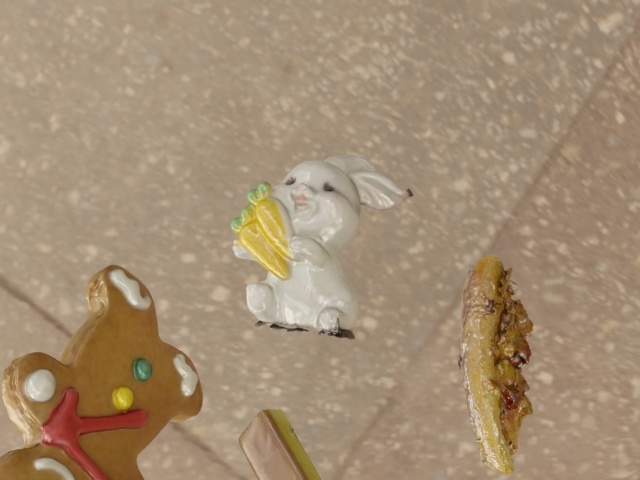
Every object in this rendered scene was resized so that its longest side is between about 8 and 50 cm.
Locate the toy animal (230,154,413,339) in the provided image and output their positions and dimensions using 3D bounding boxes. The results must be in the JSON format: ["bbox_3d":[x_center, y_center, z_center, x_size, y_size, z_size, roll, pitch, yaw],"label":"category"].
[{"bbox_3d":[-0.002,-0.001,2.067,0.183,0.247,0.309,3,84,45],"label":"toy animal"}]

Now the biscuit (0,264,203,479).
[{"bbox_3d":[-0.216,0.185,1.235,0.047,0.339,0.216,-20,111,33],"label":"biscuit"}]

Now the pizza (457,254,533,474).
[{"bbox_3d":[0.251,0.171,1.775,0.086,0.161,0.305,-10,77,25],"label":"pizza"}]

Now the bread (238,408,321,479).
[{"bbox_3d":[-0.046,0.372,1.976,0.088,0.049,0.226,-49,56,28],"label":"bread"}]
